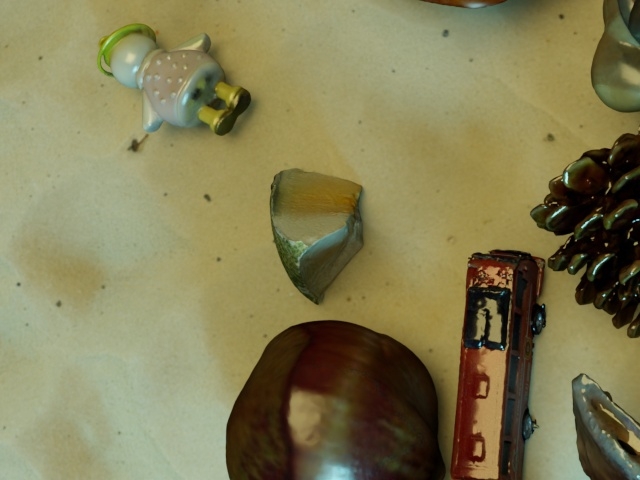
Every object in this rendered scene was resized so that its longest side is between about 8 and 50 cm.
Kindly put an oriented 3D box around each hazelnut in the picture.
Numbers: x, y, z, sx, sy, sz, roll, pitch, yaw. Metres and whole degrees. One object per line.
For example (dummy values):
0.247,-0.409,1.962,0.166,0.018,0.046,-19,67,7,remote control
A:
0.016,0.199,1.516,0.230,0.229,0.229,-5,78,23,hazelnut

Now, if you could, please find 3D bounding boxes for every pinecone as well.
0.312,0.001,1.432,0.212,0.169,0.185,47,112,10,pinecone

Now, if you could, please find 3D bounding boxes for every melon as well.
-0.003,0.004,1.610,0.093,0.202,0.139,-2,114,5,melon

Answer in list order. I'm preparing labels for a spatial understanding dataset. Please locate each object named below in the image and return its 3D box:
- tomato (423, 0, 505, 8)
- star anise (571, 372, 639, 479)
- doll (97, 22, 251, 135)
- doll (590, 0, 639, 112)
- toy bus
0.136,-0.406,1.525,0.325,0.290,0.293,-49,59,10,tomato
0.307,0.260,1.365,0.332,0.117,0.331,5,74,-20,star anise
-0.174,-0.184,1.732,0.207,0.081,0.129,30,85,28,doll
0.378,-0.253,1.401,0.330,0.235,0.174,-40,58,46,doll
0.172,0.123,1.510,0.074,0.096,0.234,2,82,22,toy bus
